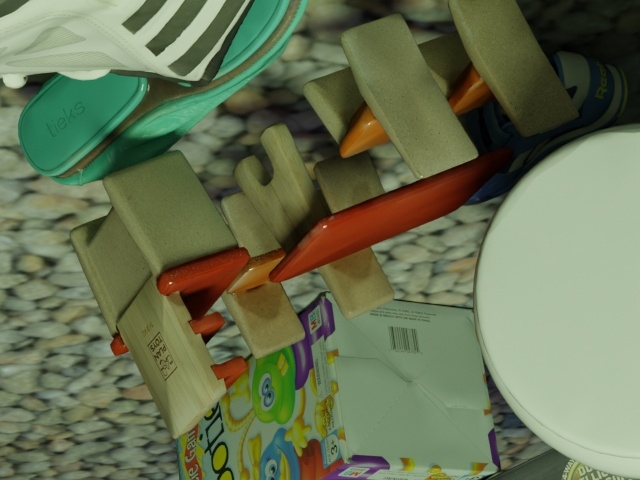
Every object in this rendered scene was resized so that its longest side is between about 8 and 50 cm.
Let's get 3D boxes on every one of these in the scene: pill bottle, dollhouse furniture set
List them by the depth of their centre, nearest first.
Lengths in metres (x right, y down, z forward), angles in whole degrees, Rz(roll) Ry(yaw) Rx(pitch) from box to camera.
[{"bbox_3d":[0.000,0.000,1.067,0.259,0.135,0.262,-21,165,-32],"label":"dollhouse furniture set"},{"bbox_3d":[0.202,0.038,1.112,0.204,0.204,0.361,-13,173,11],"label":"pill bottle"}]

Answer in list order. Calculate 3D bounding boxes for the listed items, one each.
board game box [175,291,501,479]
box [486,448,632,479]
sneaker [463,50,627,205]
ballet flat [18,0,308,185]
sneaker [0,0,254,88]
[{"bbox_3d":[0.005,0.168,1.511,0.144,0.142,0.275,7,151,-29],"label":"board game box"},{"bbox_3d":[0.346,0.180,1.445,0.395,0.097,0.318,-31,154,28],"label":"box"},{"bbox_3d":[0.119,-0.073,1.146,0.144,0.053,0.059,-36,144,31],"label":"sneaker"},{"bbox_3d":[-0.070,-0.107,1.009,0.087,0.083,0.247,-17,168,-47],"label":"ballet flat"},{"bbox_3d":[-0.204,-0.091,0.881,0.447,0.169,0.257,-18,160,35],"label":"sneaker"}]
